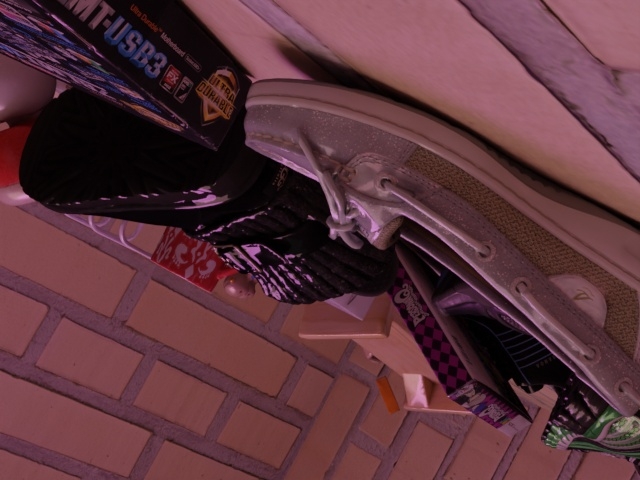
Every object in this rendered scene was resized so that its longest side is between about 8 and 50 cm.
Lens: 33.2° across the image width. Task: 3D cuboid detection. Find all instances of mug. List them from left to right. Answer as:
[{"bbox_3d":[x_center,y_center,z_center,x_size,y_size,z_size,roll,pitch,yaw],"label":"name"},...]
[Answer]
[{"bbox_3d":[-0.132,-0.020,1.406,0.150,0.169,0.113,25,174,40],"label":"mug"}]

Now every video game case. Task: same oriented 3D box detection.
[{"bbox_3d":[0.150,0.110,1.280,0.210,0.042,0.232,36,-160,-55],"label":"video game case"}]

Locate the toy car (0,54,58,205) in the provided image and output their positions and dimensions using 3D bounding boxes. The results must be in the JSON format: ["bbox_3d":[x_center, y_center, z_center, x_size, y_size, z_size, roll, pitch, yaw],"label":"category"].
[{"bbox_3d":[-0.367,-0.177,1.340,0.210,0.219,0.238,-64,-43,-69],"label":"toy car"}]

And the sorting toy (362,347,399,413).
[{"bbox_3d":[0.081,0.152,1.869,0.229,0.041,0.307,63,-176,-79],"label":"sorting toy"}]

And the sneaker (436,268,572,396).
[{"bbox_3d":[0.227,0.119,1.261,0.232,0.090,0.081,29,175,-8],"label":"sneaker"}]

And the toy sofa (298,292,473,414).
[{"bbox_3d":[0.133,0.130,1.652,0.150,0.177,0.362,-3,152,34],"label":"toy sofa"}]

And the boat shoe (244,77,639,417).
[{"bbox_3d":[0.084,-0.005,0.690,0.320,0.103,0.118,28,175,3],"label":"boat shoe"}]

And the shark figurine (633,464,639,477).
[{"bbox_3d":[0.469,0.250,1.253,0.278,0.116,0.166,37,-151,-2],"label":"shark figurine"}]

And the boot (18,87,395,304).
[{"bbox_3d":[-0.120,-0.039,1.098,0.348,0.131,0.260,10,164,39],"label":"boot"}]

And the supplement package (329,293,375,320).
[{"bbox_3d":[0.011,0.020,1.393,0.105,0.105,0.179,26,175,25],"label":"supplement package"}]

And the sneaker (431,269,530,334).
[{"bbox_3d":[0.168,0.047,0.857,0.130,0.087,0.227,36,169,-6],"label":"sneaker"}]

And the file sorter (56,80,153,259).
[{"bbox_3d":[-0.289,-0.091,1.562,0.277,0.173,0.193,25,175,33],"label":"file sorter"}]

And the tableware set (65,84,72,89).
[{"bbox_3d":[-0.218,-0.163,1.200,0.128,0.039,0.194,27,178,-16],"label":"tableware set"}]

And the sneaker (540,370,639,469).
[{"bbox_3d":[0.316,0.183,1.101,0.146,0.134,0.343,28,178,13],"label":"sneaker"}]

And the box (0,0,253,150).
[{"bbox_3d":[-0.230,-0.190,0.762,0.295,0.073,0.293,26,175,25],"label":"box"}]

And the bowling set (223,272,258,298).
[{"bbox_3d":[-0.115,0.044,1.722,0.200,0.154,0.287,54,180,10],"label":"bowling set"}]

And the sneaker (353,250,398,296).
[{"bbox_3d":[-0.032,-0.028,1.255,0.270,0.090,0.145,30,179,-2],"label":"sneaker"}]
